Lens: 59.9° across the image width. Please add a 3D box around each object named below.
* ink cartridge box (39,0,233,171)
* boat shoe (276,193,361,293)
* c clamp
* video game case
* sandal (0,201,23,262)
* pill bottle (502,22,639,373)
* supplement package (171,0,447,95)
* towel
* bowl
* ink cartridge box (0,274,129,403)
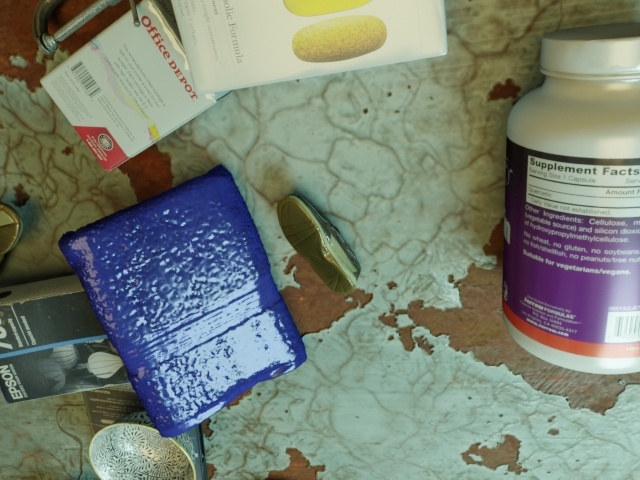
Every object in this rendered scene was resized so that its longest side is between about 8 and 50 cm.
[{"bbox_3d":[-0.210,-0.181,0.648,0.175,0.072,0.127,-25,108,21],"label":"ink cartridge box"},{"bbox_3d":[0.000,0.000,0.708,0.056,0.049,0.152,-15,117,37],"label":"boat shoe"},{"bbox_3d":[-0.263,-0.256,0.607,0.161,0.022,0.137,-19,67,24],"label":"c clamp"},{"bbox_3d":[-0.292,0.306,0.925,0.196,0.026,0.274,5,117,9],"label":"video game case"},{"bbox_3d":[-0.468,-0.004,0.802,0.072,0.049,0.180,45,130,-5],"label":"sandal"},{"bbox_3d":[0.280,-0.041,0.559,0.182,0.181,0.322,-2,114,12],"label":"pill bottle"},{"bbox_3d":[-0.005,-0.239,0.546,0.244,0.134,0.139,-6,114,14],"label":"supplement package"},{"bbox_3d":[-0.168,0.081,0.730,0.228,0.076,0.308,-27,112,-18],"label":"towel"},{"bbox_3d":[-0.262,0.323,0.868,0.170,0.080,0.170,5,117,9],"label":"bowl"},{"bbox_3d":[-0.367,0.137,0.792,0.333,0.065,0.165,-10,114,0],"label":"ink cartridge box"}]
